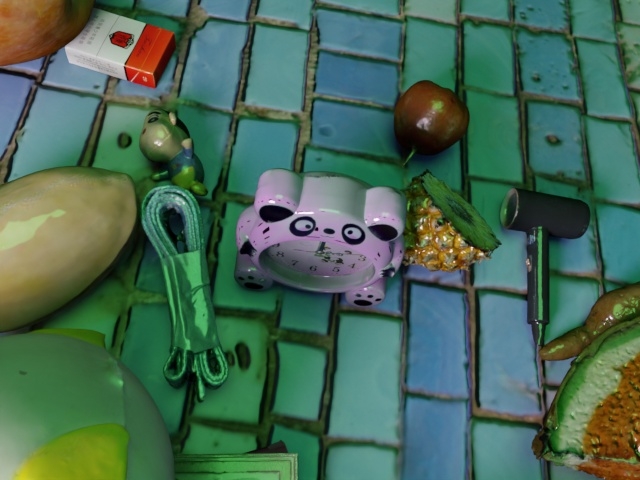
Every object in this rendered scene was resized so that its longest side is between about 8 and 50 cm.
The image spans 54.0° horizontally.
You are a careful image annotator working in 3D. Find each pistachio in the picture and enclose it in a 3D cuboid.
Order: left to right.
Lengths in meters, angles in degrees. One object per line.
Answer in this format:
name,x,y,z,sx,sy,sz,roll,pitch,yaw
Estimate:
pistachio,-0.376,0.005,0.834,0.293,0.162,0.181,-35,91,-25

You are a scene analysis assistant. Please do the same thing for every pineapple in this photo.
pineapple,0.160,-0.003,0.946,0.176,0.137,0.161,9,43,-49

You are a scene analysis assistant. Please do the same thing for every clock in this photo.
clock,0.000,0.000,0.846,0.228,0.248,0.090,9,62,-5

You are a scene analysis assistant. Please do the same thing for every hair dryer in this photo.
hair dryer,0.359,0.044,0.993,0.128,0.070,0.255,7,72,-6

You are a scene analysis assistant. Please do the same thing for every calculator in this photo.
calculator,-0.118,0.341,0.788,0.191,0.034,0.126,-14,70,-14

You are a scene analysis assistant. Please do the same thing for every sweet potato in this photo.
sweet potato,0.446,0.119,0.962,0.270,0.074,0.074,-26,71,-6

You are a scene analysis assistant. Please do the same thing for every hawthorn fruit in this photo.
hawthorn fruit,0.181,-0.194,1.043,0.125,0.125,0.140,-2,99,-10

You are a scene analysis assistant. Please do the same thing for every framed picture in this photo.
framed picture,-0.142,0.348,0.761,0.232,0.010,0.172,-1,68,-3

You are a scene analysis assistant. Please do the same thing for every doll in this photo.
doll,-0.231,-0.133,0.966,0.089,0.102,0.179,9,49,-54

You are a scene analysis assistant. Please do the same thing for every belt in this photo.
belt,-0.190,0.071,0.865,0.087,0.072,0.302,-7,73,-20

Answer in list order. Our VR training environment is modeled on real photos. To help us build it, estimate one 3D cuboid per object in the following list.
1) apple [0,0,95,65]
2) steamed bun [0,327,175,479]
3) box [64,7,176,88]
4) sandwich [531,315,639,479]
apple,-0.501,-0.435,0.901,0.347,0.391,0.391,8,64,-3
steamed bun,-0.306,0.256,0.618,0.334,0.333,0.374,-24,27,-18
box,-0.335,-0.326,1.059,0.152,0.048,0.100,18,66,-3
sandwich,0.428,0.231,0.856,0.212,0.109,0.292,20,55,23
